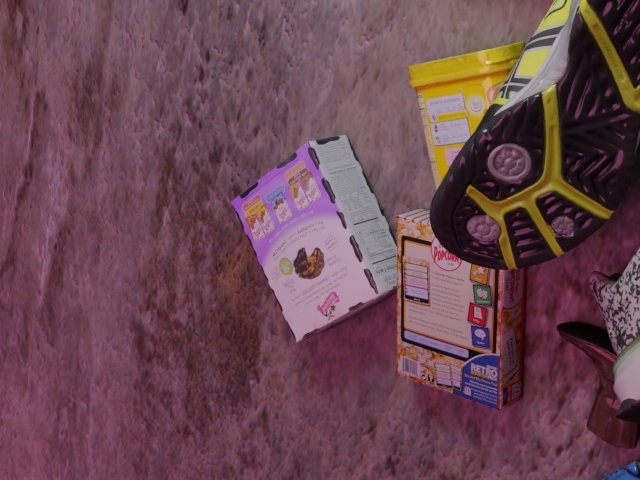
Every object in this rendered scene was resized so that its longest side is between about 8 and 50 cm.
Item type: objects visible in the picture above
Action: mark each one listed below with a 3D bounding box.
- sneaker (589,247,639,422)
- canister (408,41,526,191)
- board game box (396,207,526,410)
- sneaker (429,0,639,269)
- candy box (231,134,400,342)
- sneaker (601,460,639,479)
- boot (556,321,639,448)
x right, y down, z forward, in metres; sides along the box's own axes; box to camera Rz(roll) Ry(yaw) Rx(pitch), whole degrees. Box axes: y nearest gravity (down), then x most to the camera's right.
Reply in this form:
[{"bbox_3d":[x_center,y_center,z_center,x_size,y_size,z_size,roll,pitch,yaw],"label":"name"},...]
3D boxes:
[{"bbox_3d":[0.355,-0.022,0.920,0.410,0.158,0.182,-54,48,35],"label":"sneaker"},{"bbox_3d":[0.163,-0.106,1.115,0.126,0.073,0.170,-4,102,44],"label":"canister"},{"bbox_3d":[0.151,0.073,1.202,0.146,0.045,0.194,15,113,41],"label":"board game box"},{"bbox_3d":[0.235,-0.128,0.983,0.145,0.147,0.385,33,122,-5],"label":"sneaker"},{"bbox_3d":[0.000,0.000,1.308,0.165,0.070,0.196,-32,79,45],"label":"candy box"},{"bbox_3d":[0.302,0.270,1.116,0.209,0.069,0.082,-22,54,54],"label":"sneaker"},{"bbox_3d":[0.279,0.149,1.112,0.106,0.037,0.114,25,124,39],"label":"boot"}]
